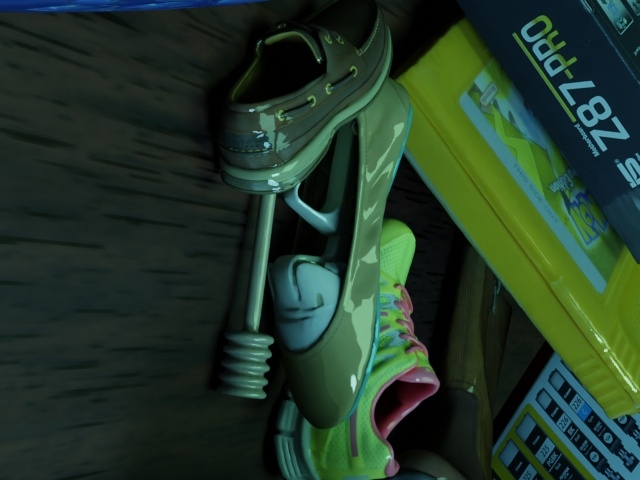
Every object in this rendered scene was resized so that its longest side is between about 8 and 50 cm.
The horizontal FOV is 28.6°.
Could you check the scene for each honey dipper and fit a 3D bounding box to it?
[{"bbox_3d":[-0.037,0.012,0.742,0.030,0.030,0.160,18,78,-67],"label":"honey dipper"}]

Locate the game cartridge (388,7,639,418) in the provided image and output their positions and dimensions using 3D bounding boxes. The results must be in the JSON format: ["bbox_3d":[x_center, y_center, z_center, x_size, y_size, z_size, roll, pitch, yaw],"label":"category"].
[{"bbox_3d":[0.198,-0.047,1.019,0.323,0.053,0.285,51,36,-7],"label":"game cartridge"}]

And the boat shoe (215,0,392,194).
[{"bbox_3d":[-0.006,-0.100,0.731,0.178,0.064,0.060,-56,148,-42],"label":"boat shoe"}]

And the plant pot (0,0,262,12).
[{"bbox_3d":[-0.017,-0.204,0.480,0.236,0.212,0.236,-26,120,-63],"label":"plant pot"}]

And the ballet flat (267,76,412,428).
[{"bbox_3d":[0.000,0.000,0.794,0.073,0.080,0.232,19,75,-39],"label":"ballet flat"}]

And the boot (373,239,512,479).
[{"bbox_3d":[0.124,0.130,1.080,0.264,0.096,0.280,53,47,-57],"label":"boot"}]

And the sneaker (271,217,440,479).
[{"bbox_3d":[0.043,0.078,0.866,0.081,0.094,0.208,62,40,-53],"label":"sneaker"}]

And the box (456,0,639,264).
[{"bbox_3d":[0.266,-0.199,1.097,0.318,0.097,0.395,53,34,-5],"label":"box"}]

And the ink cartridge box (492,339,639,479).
[{"bbox_3d":[0.258,0.197,1.170,0.130,0.272,0.309,-9,135,-41],"label":"ink cartridge box"}]
